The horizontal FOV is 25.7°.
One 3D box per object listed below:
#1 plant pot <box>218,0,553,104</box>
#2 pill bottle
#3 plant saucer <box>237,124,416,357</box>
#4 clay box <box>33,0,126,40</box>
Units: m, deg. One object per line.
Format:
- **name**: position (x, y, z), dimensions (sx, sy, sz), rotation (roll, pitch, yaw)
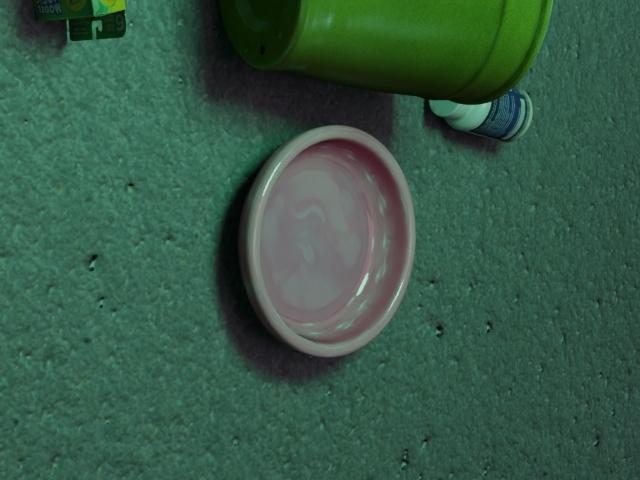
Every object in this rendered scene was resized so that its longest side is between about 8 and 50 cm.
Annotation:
- **plant pot**: position (0.063, -0.355, 1.896), dimensions (0.353, 0.366, 0.366), rotation (-8, 99, -32)
- **pill bottle**: position (0.253, -0.215, 2.234), dimensions (0.169, 0.094, 0.094), rotation (10, 86, -44)
- **plant saucer**: position (0.000, 0.000, 2.015), dimensions (0.332, 0.084, 0.332), rotation (-4, 96, -43)
- **clay box**: position (-0.300, -0.346, 1.667), dimensions (0.053, 0.127, 0.222), rotation (-18, 105, -41)
